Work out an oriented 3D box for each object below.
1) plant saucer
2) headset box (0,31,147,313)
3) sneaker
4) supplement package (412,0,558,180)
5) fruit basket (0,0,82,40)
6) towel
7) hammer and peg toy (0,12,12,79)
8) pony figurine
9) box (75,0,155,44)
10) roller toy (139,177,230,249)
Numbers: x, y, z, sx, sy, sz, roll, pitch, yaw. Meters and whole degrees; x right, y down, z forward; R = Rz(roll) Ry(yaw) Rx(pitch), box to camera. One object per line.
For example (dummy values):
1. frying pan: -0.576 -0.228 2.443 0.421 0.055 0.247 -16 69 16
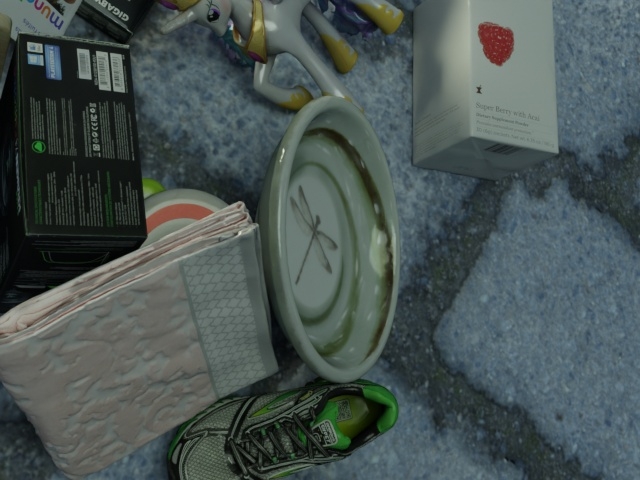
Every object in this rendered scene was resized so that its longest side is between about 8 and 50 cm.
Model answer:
1. plant saucer: 0.000 0.000 1.210 0.400 0.100 0.401 15 74 -62
2. headset box: -0.318 -0.063 1.023 0.131 0.283 0.247 2 68 -28
3. sneaker: -0.049 0.259 1.167 0.343 0.146 0.134 -18 88 -27
4. supplement package: 0.270 -0.272 1.420 0.177 0.175 0.293 7 76 -24
5. fruit basket: -0.358 -0.453 1.045 0.327 0.165 0.353 47 56 -54
6. towel: -0.201 0.136 1.013 0.316 0.332 0.053 -27 54 -18
7. hammer and peg toy: -0.551 -0.206 0.953 0.361 0.266 0.128 10 55 -25
8. pony figurine: -0.049 -0.376 1.259 0.363 0.302 0.351 30 76 -34
9. box: -0.329 -0.415 1.225 0.220 0.051 0.175 33 66 -16
10. roller toy: -0.195 0.032 1.143 0.191 0.146 0.210 9 85 -20
